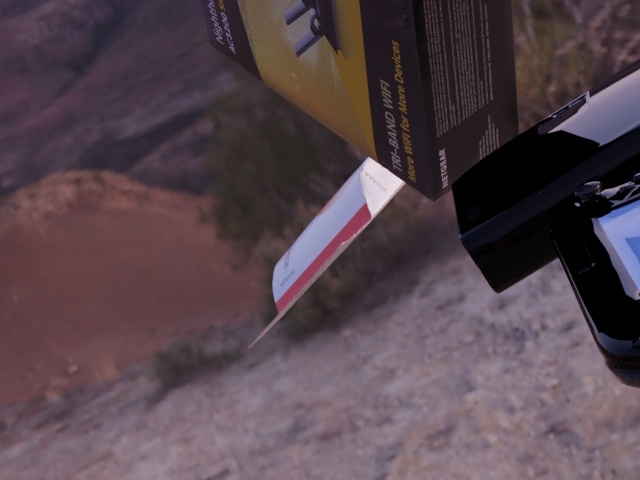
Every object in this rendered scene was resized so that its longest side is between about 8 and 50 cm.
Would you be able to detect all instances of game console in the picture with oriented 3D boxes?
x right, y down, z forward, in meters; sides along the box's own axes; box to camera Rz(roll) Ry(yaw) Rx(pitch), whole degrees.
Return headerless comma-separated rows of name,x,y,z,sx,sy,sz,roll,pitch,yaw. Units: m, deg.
game console,0.163,-0.030,0.628,0.213,0.044,0.361,-33,13,11

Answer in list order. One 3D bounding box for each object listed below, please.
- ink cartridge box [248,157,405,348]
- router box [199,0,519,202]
ink cartridge box,0.000,0.000,1.208,0.145,0.045,0.179,-48,-4,34
router box,0.003,-0.205,0.855,0.081,0.309,0.243,-35,49,-21
